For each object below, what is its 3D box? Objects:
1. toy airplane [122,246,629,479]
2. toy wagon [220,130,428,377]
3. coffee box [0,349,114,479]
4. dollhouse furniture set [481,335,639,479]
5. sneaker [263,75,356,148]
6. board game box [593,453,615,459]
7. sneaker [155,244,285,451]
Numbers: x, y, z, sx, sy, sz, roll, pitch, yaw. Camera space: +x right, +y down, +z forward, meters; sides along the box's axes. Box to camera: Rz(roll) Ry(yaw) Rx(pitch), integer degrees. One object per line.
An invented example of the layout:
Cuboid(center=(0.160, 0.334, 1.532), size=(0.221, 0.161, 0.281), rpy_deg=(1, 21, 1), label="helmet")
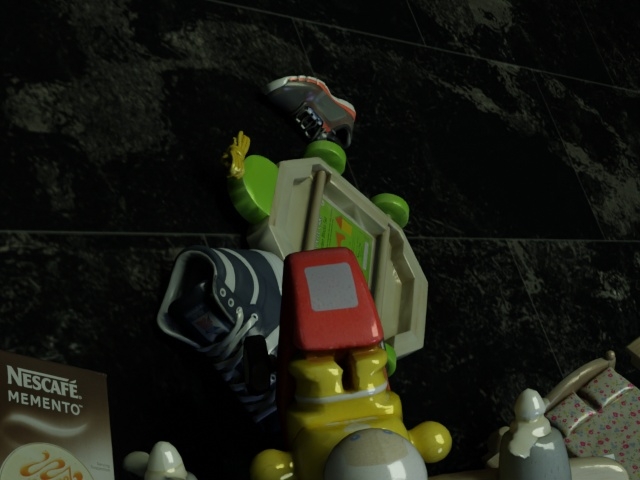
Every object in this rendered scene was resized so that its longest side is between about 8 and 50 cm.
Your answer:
Cuboid(center=(0.029, 0.241, 1.210), size=(0.384, 0.272, 0.386), rpy_deg=(39, 75, 1), label="toy airplane")
Cuboid(center=(0.000, 0.000, 1.638), size=(0.344, 0.068, 0.267), rpy_deg=(38, 38, -27), label="toy wagon")
Cuboid(center=(-0.246, 0.223, 1.109), size=(0.141, 0.098, 0.246), rpy_deg=(19, 50, -43), label="coffee box")
Cuboid(center=(0.363, 0.241, 1.541), size=(0.355, 0.173, 0.303), rpy_deg=(-34, 52, -22), label="dollhouse furniture set")
Cuboid(center=(-0.007, -0.160, 1.764), size=(0.158, 0.061, 0.064), rpy_deg=(20, 56, -43), label="sneaker")
Cuboid(center=(0.205, 0.306, 1.357), size=(0.039, 0.212, 0.160), rpy_deg=(80, -1, -56), label="board game box")
Cuboid(center=(-0.071, 0.127, 1.412), size=(0.153, 0.099, 0.282), rpy_deg=(16, 45, -52), label="sneaker")
